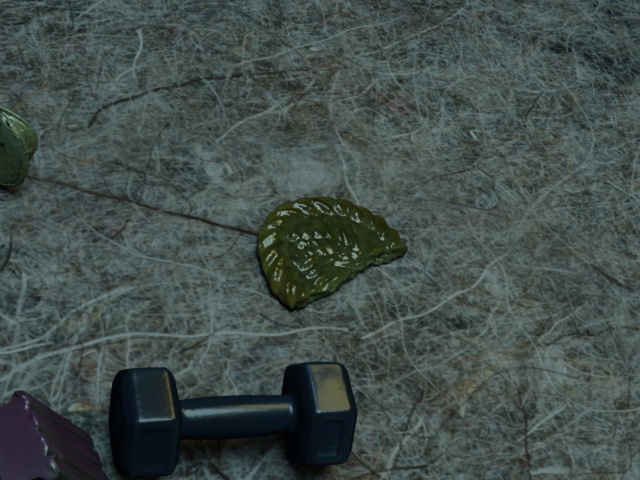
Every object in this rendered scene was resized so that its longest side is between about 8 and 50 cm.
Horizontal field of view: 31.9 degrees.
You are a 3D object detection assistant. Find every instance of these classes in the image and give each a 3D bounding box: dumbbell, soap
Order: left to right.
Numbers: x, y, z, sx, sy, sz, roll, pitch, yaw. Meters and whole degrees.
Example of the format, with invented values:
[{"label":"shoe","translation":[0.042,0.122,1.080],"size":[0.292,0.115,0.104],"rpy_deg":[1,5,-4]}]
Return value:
[{"label":"soap","translation":[-0.323,0.268,1.349],"size":[0.065,0.203,0.122],"rpy_deg":[-30,62,-1]},{"label":"dumbbell","translation":[-0.117,0.237,1.498],"size":[0.325,0.160,0.144],"rpy_deg":[-1,81,-20]}]

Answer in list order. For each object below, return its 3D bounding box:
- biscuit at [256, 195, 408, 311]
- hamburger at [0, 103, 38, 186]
[{"label":"biscuit","translation":[0.000,0.000,1.829],"size":[0.273,0.036,0.187],"rpy_deg":[-29,65,-38]},{"label":"hamburger","translation":[-0.502,-0.150,1.706],"size":[0.140,0.133,0.062],"rpy_deg":[27,37,-8]}]
